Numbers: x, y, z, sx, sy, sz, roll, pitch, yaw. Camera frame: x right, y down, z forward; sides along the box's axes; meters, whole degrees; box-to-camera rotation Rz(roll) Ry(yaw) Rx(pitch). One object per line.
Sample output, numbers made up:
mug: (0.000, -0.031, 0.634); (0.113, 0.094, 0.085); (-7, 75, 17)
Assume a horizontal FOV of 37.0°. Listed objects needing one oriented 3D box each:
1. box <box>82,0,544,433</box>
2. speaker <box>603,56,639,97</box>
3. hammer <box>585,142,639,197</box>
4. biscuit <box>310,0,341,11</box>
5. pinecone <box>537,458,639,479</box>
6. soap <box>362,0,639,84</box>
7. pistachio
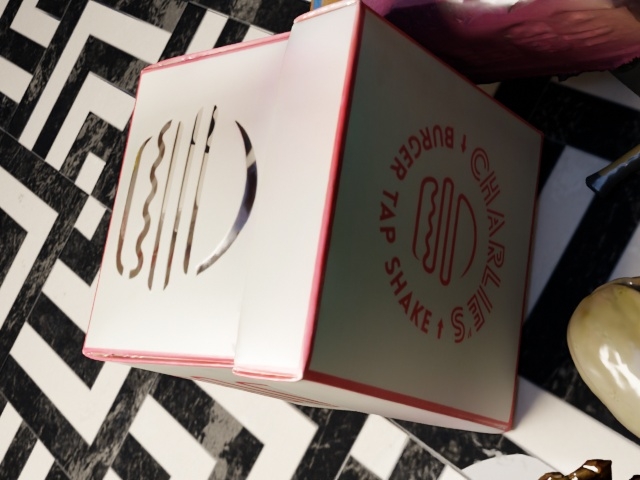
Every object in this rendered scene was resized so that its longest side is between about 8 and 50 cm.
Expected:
box: (0.000, 0.000, 0.923); (0.300, 0.312, 0.314); (-2, 73, 41)
speaker: (0.278, -0.199, 0.941); (0.040, 0.046, 0.191); (-53, 48, 21)
hammer: (0.330, -0.107, 0.876); (0.201, 0.021, 0.078); (-37, 53, 24)
biscuit: (0.122, -0.331, 1.133); (0.324, 0.049, 0.205); (23, 88, 42)
pinecone: (0.210, 0.270, 0.713); (0.221, 0.221, 0.221); (-17, 63, 36)
soap: (0.174, -0.224, 0.870); (0.325, 0.220, 0.127); (-2, 85, 43)
pistachio: (0.285, 0.111, 0.765); (0.129, 0.131, 0.206); (-24, 51, -18)
